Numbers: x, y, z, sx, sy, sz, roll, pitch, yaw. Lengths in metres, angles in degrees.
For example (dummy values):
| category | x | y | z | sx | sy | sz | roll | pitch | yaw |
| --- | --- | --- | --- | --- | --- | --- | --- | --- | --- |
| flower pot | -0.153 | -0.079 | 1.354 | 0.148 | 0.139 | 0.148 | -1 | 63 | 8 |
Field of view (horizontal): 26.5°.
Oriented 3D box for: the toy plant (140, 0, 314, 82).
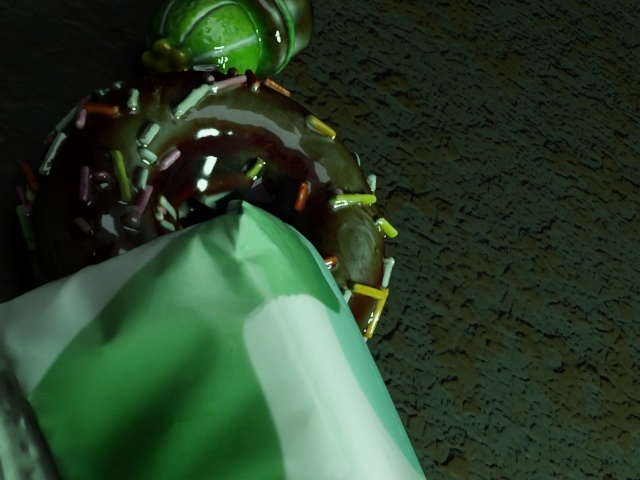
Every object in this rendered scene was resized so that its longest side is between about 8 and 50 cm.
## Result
| category | x | y | z | sx | sy | sz | roll | pitch | yaw |
| --- | --- | --- | --- | --- | --- | --- | --- | --- | --- |
| toy plant | -0.076 | -0.159 | 1.065 | 0.093 | 0.093 | 0.162 | 50 | 42 | 2 |

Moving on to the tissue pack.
| category | x | y | z | sx | sy | sz | roll | pitch | yaw |
| --- | --- | --- | --- | --- | --- | --- | --- | --- | --- |
| tissue pack | -0.029 | 0.171 | 0.679 | 0.266 | 0.194 | 0.356 | 29 | 38 | -85 |

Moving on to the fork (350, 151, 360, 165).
| category | x | y | z | sx | sy | sz | roll | pitch | yaw |
| --- | --- | --- | --- | --- | --- | --- | --- | --- | --- |
| fork | -0.005 | -0.004 | 1.053 | 0.028 | 0.034 | 0.219 | 43 | 42 | -18 |

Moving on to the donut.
| category | x | y | z | sx | sy | sz | roll | pitch | yaw |
| --- | --- | --- | --- | --- | --- | --- | --- | --- | --- |
| donut | -0.070 | -0.006 | 0.923 | 0.269 | 0.103 | 0.270 | 12 | 58 | -20 |
